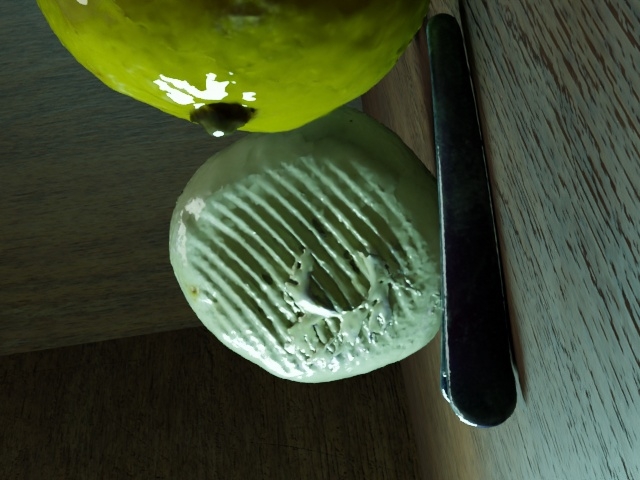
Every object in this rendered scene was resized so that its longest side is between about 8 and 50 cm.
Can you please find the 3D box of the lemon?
[{"bbox_3d":[-0.055,-0.220,0.940,0.297,0.297,0.297,-9,-90,-89],"label":"lemon"}]

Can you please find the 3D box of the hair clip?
[{"bbox_3d":[0.099,-0.016,0.975,0.083,0.048,0.275,-62,-31,-86],"label":"hair clip"}]

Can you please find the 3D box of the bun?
[{"bbox_3d":[-0.001,0.005,1.372,0.168,0.273,0.273,-73,-24,-72],"label":"bun"}]
